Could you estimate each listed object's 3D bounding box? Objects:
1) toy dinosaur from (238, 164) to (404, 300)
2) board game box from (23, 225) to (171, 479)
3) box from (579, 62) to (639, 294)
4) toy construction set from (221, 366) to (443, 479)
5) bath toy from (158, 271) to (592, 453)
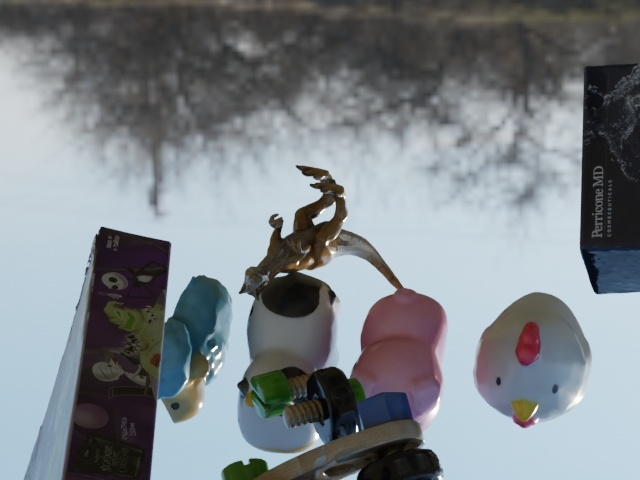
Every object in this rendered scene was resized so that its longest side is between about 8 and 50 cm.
[{"bbox_3d":[0.000,0.000,1.517,0.064,0.112,0.211,26,-157,36],"label":"toy dinosaur"},{"bbox_3d":[-0.127,0.172,0.917,0.056,0.208,0.347,10,-148,-8],"label":"board game box"},{"bbox_3d":[0.279,-0.048,1.387,0.158,0.156,0.093,-2,156,16],"label":"box"},{"bbox_3d":[-0.042,0.257,1.292,0.237,0.309,0.257,-12,179,-18],"label":"toy construction set"},{"bbox_3d":[0.045,0.101,1.501,0.348,0.151,0.129,1,173,9],"label":"bath toy"}]
